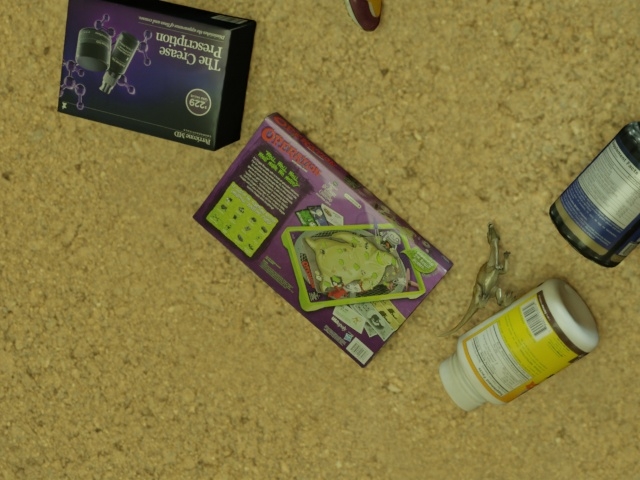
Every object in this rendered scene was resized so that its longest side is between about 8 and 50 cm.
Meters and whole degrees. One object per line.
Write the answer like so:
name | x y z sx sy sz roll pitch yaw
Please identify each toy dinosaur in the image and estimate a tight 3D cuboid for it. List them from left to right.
toy dinosaur | 0.232 0.070 1.984 0.053 0.092 0.183 19 98 -18

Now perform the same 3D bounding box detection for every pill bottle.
pill bottle | 0.274 0.153 1.973 0.215 0.117 0.117 -35 90 25
pill bottle | 0.416 -0.078 1.857 0.123 0.123 0.219 43 113 5

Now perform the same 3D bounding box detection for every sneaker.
sneaker | 0.073 -0.381 1.930 0.083 0.069 0.186 -3 104 26

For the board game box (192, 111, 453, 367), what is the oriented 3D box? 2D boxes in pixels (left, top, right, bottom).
board game box | 0.000 0.000 2.073 0.347 0.056 0.208 42 118 5

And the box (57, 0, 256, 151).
box | -0.242 -0.253 2.065 0.261 0.103 0.184 14 111 16
